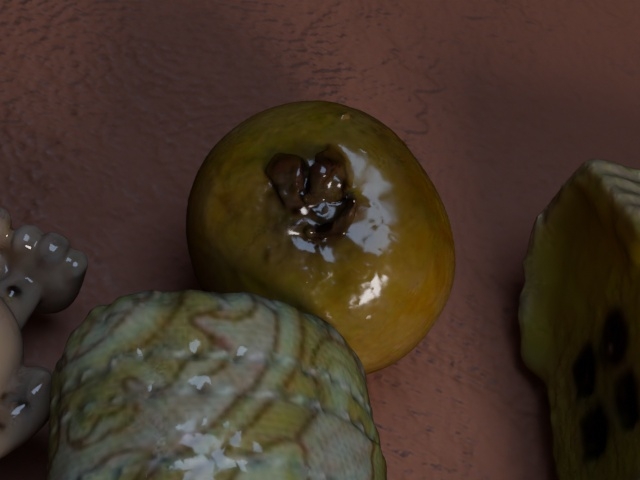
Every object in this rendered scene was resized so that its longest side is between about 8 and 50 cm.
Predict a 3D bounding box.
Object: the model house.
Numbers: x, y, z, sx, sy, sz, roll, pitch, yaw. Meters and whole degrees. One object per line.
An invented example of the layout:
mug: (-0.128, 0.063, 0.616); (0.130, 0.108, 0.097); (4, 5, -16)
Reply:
model house: (0.230, 0.056, 0.765); (0.194, 0.174, 0.234); (8, 57, -16)

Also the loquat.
loquat: (0.000, 0.000, 0.732); (0.137, 0.163, 0.163); (-14, 58, 5)

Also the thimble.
thimble: (-0.037, 0.119, 0.639); (0.191, 0.137, 0.143); (23, 46, -35)

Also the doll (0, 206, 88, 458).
doll: (-0.201, 0.084, 0.613); (0.154, 0.119, 0.278); (22, 46, -10)
